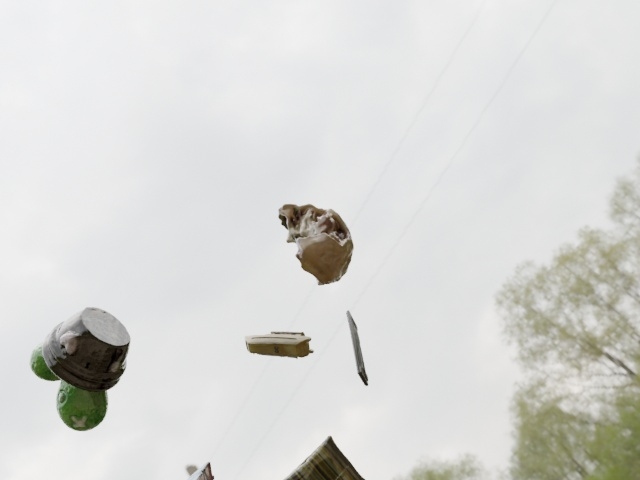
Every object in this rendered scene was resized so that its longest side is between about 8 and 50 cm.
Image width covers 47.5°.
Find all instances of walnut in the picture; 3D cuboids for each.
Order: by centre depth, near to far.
[{"bbox_3d":[0.006,0.010,1.700,0.141,0.238,0.204,-30,-51,0],"label":"walnut"}]

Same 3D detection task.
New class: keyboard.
[{"bbox_3d":[0.091,0.266,1.817,0.013,0.204,0.061,-20,-49,9],"label":"keyboard"}]

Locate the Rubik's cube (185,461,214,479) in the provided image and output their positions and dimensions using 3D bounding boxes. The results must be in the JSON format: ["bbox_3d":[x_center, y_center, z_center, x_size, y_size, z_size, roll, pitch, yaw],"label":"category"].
[{"bbox_3d":[-0.325,0.648,1.658,0.178,0.190,0.211,-20,-3,6],"label":"Rubik's cube"}]

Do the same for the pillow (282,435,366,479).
[{"bbox_3d":[0.014,0.737,2.206,0.212,0.052,0.208,-41,-77,-18],"label":"pillow"}]

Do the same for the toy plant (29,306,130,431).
[{"bbox_3d":[-0.508,0.269,1.546,0.235,0.218,0.175,-51,-15,20],"label":"toy plant"}]

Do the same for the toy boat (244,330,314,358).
[{"bbox_3d":[-0.127,0.314,2.223,0.088,0.226,0.068,-52,-42,-59],"label":"toy boat"}]
